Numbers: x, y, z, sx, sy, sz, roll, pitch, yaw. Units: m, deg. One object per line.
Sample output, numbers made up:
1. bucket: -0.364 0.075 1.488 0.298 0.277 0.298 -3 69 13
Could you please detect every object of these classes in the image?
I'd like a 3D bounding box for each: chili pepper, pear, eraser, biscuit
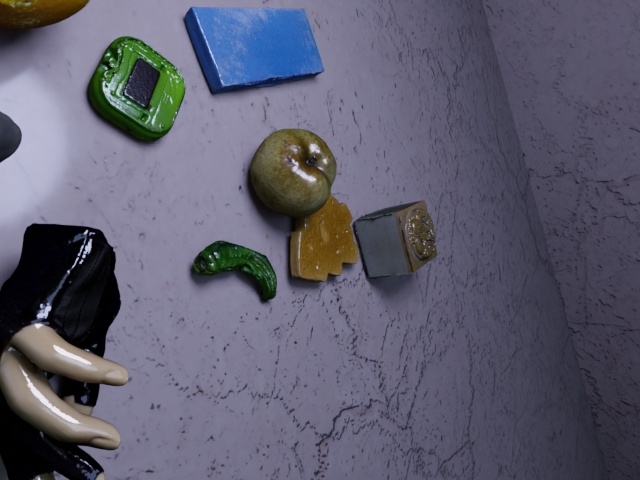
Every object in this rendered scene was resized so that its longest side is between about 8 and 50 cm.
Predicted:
1. chili pepper: -0.136 0.046 0.819 0.182 0.050 0.073 30 53 -44
2. pear: -0.047 -0.127 0.888 0.167 0.136 0.167 14 62 -28
3. eraser: -0.114 -0.377 0.938 0.311 0.042 0.144 -32 105 -47
4. biscuit: 0.000 0.000 0.990 0.239 0.041 0.212 -51 125 -43

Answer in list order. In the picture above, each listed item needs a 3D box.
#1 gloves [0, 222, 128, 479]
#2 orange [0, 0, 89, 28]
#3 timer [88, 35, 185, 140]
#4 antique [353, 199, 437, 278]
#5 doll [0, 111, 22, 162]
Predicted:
1. gloves: -0.293 0.138 0.543 0.152 0.197 0.301 -11 71 -16
2. orange: -0.352 -0.356 0.561 0.179 0.158 0.238 -7 80 -12
3. timer: -0.270 -0.229 0.724 0.128 0.047 0.140 33 58 -39
4. antique: 0.182 -0.005 1.118 0.151 0.147 0.147 -24 102 -51
5. doll: -0.418 0.032 0.350 0.382 0.252 0.379 -52 140 -62
